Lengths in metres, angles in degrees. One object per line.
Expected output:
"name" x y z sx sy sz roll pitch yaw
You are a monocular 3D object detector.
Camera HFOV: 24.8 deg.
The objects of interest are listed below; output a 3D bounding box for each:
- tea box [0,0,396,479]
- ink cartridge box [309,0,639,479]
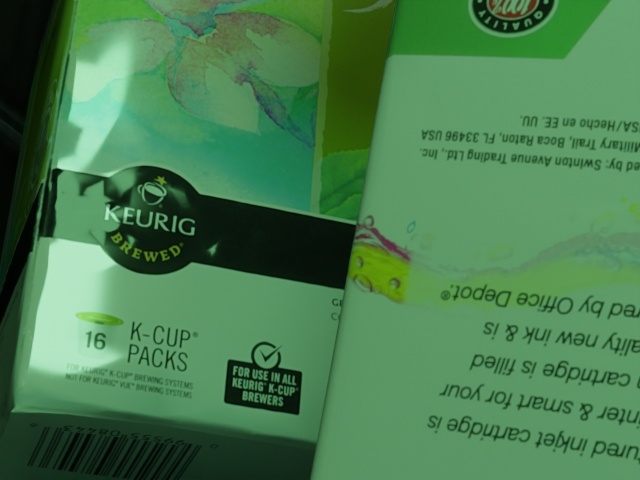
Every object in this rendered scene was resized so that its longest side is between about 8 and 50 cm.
"tea box" 0.000 0.000 0.796 0.328 0.324 0.220 10 -28 -15
"ink cartridge box" 0.119 0.030 0.506 0.201 0.278 0.117 6 -11 25
